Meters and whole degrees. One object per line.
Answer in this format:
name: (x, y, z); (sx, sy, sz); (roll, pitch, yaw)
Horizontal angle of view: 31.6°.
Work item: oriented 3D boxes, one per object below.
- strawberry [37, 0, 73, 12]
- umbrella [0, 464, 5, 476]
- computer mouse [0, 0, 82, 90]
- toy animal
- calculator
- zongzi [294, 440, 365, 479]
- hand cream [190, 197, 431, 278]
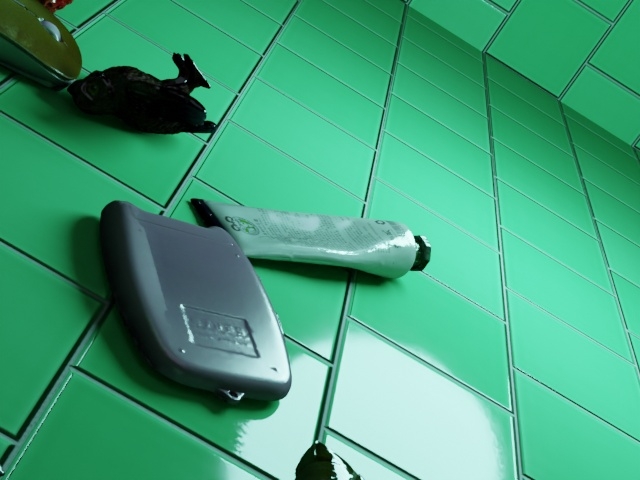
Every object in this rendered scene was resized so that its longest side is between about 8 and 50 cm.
strawberry: (-0.412, -0.382, 1.606); (0.145, 0.086, 0.145); (36, 37, -33)
umbrella: (-0.267, 0.178, 0.708); (0.143, 0.094, 0.349); (9, 31, -34)
computer mouse: (-0.442, -0.297, 1.442); (0.310, 0.072, 0.158); (26, 26, -20)
toy animal: (-0.229, -0.175, 1.473); (0.179, 0.116, 0.218); (-16, 23, -20)
calculator: (-0.128, 0.060, 1.184); (0.194, 0.043, 0.294); (17, 29, -35)
zongzi: (0.023, 0.249, 1.005); (0.119, 0.055, 0.109); (42, 24, -10)
hand cream: (0.000, 0.000, 1.459); (0.336, 0.076, 0.121); (7, 29, -35)
